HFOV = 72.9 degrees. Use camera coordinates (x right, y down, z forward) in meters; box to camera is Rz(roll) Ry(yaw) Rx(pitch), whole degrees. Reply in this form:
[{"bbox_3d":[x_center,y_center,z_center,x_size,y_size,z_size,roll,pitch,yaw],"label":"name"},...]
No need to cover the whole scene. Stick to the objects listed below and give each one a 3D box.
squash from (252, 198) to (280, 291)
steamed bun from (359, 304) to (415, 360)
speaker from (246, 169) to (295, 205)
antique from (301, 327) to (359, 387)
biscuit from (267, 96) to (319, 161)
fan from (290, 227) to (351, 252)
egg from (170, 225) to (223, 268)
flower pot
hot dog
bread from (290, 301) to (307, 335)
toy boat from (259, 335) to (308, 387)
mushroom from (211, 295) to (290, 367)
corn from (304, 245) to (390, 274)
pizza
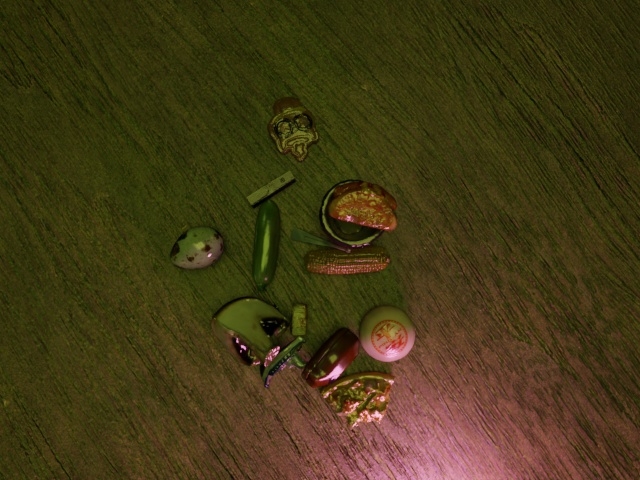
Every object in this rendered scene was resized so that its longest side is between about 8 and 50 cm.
[{"bbox_3d":[-0.226,0.019,1.806,0.107,0.107,0.395,6,85,-2],"label":"squash"},{"bbox_3d":[0.278,0.384,1.779,0.232,0.145,0.232,0,85,-3],"label":"steamed bun"},{"bbox_3d":[-0.208,-0.215,1.837,0.218,0.082,0.044,-33,87,-6],"label":"speaker"},{"bbox_3d":[0.052,0.470,1.731,0.129,0.223,0.278,41,52,15],"label":"antique"},{"bbox_3d":[-0.121,-0.484,1.880,0.208,0.041,0.290,-18,86,-2],"label":"biscuit"},{"bbox_3d":[0.000,0.000,1.804,0.282,0.023,0.057,15,84,23],"label":"fan"},{"bbox_3d":[-0.505,0.035,1.763,0.231,0.169,0.169,-29,87,7],"label":"egg"},{"bbox_3d":[0.124,-0.096,1.749,0.266,0.267,0.266,0,87,-2],"label":"flower pot"},{"bbox_3d":[0.160,-0.132,1.552,0.256,0.150,0.153,13,96,-1],"label":"hot dog"},{"bbox_3d":[-0.088,0.323,1.777,0.069,0.128,0.140,5,90,-2],"label":"bread"},{"bbox_3d":[-0.142,0.502,1.762,0.262,0.114,0.115,-39,78,11],"label":"toy boat"},{"bbox_3d":[-0.266,0.373,1.766,0.292,0.212,0.217,25,40,22],"label":"mushroom"},{"bbox_3d":[0.111,0.083,1.811,0.363,0.120,0.120,-2,86,2],"label":"corn"},{"bbox_3d":[0.167,0.664,1.787,0.323,0.089,0.223,-10,83,-3],"label":"pizza"}]
